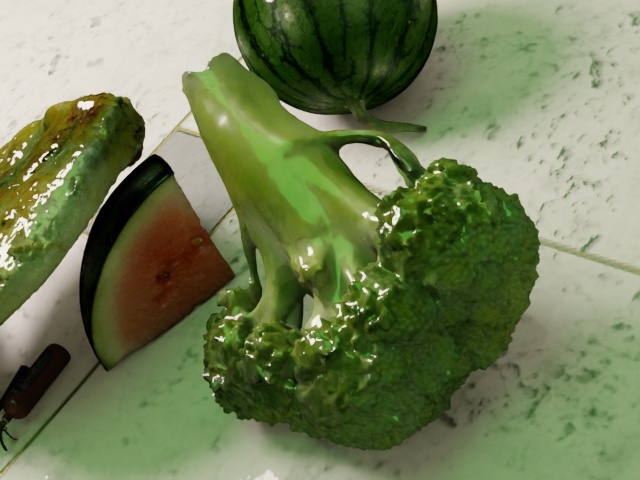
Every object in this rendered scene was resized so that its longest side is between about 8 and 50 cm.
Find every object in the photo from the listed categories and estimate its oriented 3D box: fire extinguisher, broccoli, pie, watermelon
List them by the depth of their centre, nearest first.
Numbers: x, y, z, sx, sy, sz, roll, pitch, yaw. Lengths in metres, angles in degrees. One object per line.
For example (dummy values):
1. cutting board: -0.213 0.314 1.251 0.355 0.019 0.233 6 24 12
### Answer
1. broccoli: 0.016 0.031 1.048 0.302 0.186 0.254 35 112 46
2. pie: -0.260 -0.021 1.176 0.277 0.078 0.277 -37 21 17
3. fire extinguisher: -0.262 0.131 1.208 0.046 0.032 0.100 16 52 27
4. watermelon: -0.160 -0.001 1.226 0.145 0.137 0.193 47 121 47
5. watermelon: 0.014 -0.195 1.263 0.188 0.188 0.215 -13 74 19
